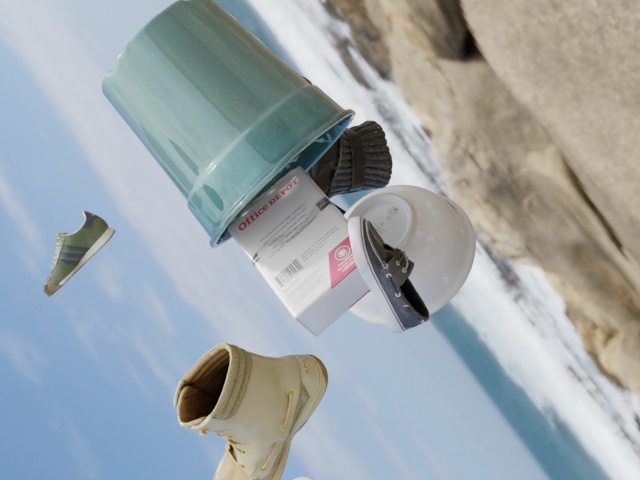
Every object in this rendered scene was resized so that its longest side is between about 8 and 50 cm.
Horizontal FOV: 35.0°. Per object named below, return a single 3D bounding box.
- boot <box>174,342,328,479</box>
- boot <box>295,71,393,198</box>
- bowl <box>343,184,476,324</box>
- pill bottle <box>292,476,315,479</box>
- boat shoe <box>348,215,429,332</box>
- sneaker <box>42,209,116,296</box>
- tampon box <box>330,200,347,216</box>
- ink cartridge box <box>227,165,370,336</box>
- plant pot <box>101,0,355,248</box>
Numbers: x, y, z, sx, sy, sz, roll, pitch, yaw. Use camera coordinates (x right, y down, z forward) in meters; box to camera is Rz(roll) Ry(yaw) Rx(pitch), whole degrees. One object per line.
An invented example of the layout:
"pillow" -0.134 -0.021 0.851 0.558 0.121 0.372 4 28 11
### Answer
"boot" -0.122 0.257 1.354 0.203 0.262 0.095 18 -162 -50
"boot" 0.034 -0.258 2.424 0.131 0.260 0.348 44 146 53
"bowl" 0.135 0.003 1.934 0.298 0.298 0.134 55 -176 39
"pill bottle" -0.001 0.599 2.228 0.186 0.112 0.112 45 -172 -46
"boat shoe" 0.111 0.050 1.564 0.080 0.076 0.228 -80 -29 -56
"sneaker" -0.517 0.020 2.084 0.086 0.192 0.064 46 174 -12
"tampon box" 0.000 0.000 2.429 0.120 0.161 0.101 36 141 31
"ink cartridge box" -0.023 0.016 1.742 0.237 0.172 0.100 50 -178 33
"plant pot" -0.174 -0.222 1.752 0.334 0.341 0.341 47 -178 1
